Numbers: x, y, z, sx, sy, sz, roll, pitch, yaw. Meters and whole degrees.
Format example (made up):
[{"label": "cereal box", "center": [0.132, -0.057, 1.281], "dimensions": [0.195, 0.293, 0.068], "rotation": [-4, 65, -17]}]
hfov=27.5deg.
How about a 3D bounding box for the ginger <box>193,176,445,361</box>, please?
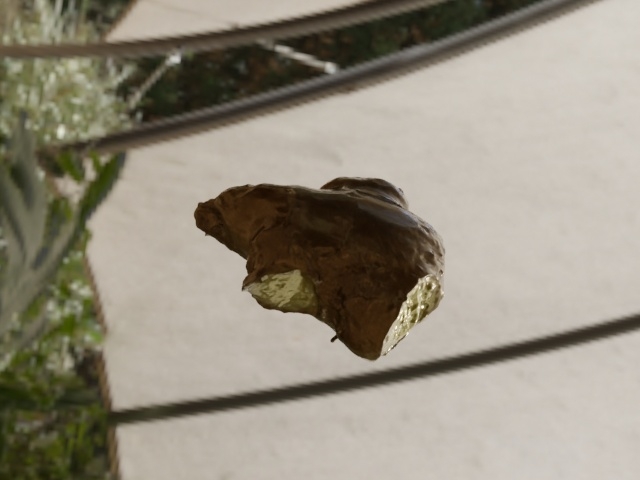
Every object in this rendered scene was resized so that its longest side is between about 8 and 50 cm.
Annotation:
[{"label": "ginger", "center": [0.000, 0.000, 1.308], "dimensions": [0.219, 0.270, 0.123], "rotation": [-45, 161, -43]}]
